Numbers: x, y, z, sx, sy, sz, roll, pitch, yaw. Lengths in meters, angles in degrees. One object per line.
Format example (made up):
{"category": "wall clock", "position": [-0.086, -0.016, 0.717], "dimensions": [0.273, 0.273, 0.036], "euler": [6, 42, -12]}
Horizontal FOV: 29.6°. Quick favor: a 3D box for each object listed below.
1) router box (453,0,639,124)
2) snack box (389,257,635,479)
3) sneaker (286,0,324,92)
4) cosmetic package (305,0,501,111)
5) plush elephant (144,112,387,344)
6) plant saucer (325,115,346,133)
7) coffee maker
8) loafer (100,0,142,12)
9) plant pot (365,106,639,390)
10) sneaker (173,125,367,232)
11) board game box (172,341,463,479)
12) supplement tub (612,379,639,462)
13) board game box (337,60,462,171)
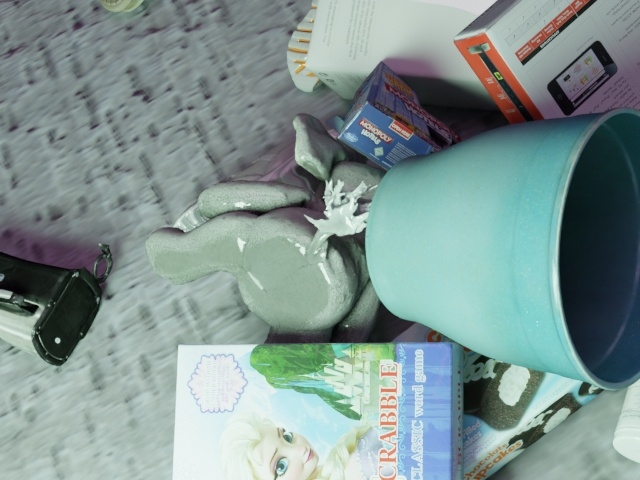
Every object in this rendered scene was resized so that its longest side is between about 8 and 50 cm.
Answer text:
{"category": "router box", "position": [0.371, -0.222, 1.447], "dimensions": [0.335, 0.301, 0.082], "euler": [-41, 15, -15]}
{"category": "snack box", "position": [0.187, 0.146, 1.365], "dimensions": [0.322, 0.060, 0.187], "euler": [-39, 52, 7]}
{"category": "sneaker", "position": [0.020, -0.312, 1.775], "dimensions": [0.084, 0.083, 0.214], "euler": [14, 80, 34]}
{"category": "cosmetic package", "position": [0.185, -0.284, 1.614], "dimensions": [0.366, 0.155, 0.196], "euler": [9, 82, 23]}
{"category": "plush elephant", "position": [0.000, 0.000, 1.470], "dimensions": [0.272, 0.255, 0.330], "euler": [50, 123, 2]}
{"category": "plant saucer", "position": [0.088, -0.122, 1.556], "dimensions": [0.067, 0.192, 0.018], "euler": [43, 109, 36]}
{"category": "coffee maker", "position": [-0.396, 0.072, 1.640], "dimensions": [0.178, 0.120, 0.171], "euler": [15, 39, 26]}
{"category": "loafer", "position": [-0.268, -0.482, 1.986], "dimensions": [0.102, 0.092, 0.268], "euler": [23, 83, 35]}
{"category": "plant pot", "position": [0.197, 0.005, 1.243], "dimensions": [0.255, 0.271, 0.271], "euler": [2, 56, 40]}
{"category": "sneaker", "position": [-0.069, -0.063, 1.638], "dimensions": [0.281, 0.105, 0.115], "euler": [-27, 22, 2]}
{"category": "board game box", "position": [-0.006, 0.270, 1.310], "dimensions": [0.318, 0.066, 0.318], "euler": [-3, 79, 18]}
{"category": "supplement tub", "position": [0.363, 0.182, 1.313], "dimensions": [0.071, 0.071, 0.107], "euler": [10, 61, 25]}
{"category": "board game box", "position": [0.107, -0.139, 1.503], "dimensions": [0.060, 0.194, 0.194], "euler": [-50, 22, 23]}
